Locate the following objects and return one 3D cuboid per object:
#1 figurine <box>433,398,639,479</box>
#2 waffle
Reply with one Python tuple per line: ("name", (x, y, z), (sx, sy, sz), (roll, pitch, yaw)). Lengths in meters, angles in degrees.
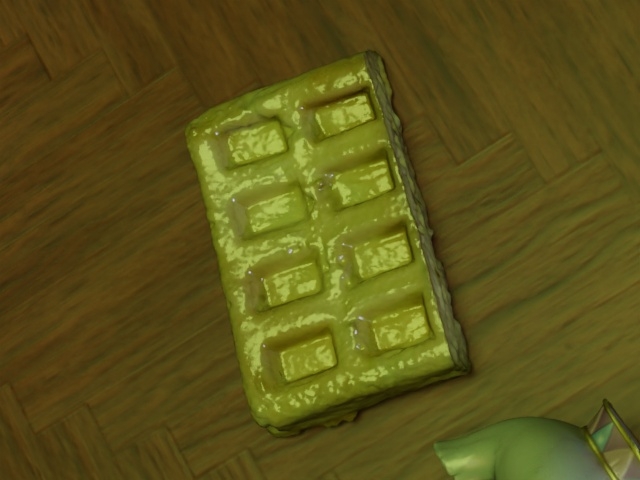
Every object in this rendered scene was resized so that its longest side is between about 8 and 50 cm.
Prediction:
("figurine", (0.121, 0.227, 1.286), (0.263, 0.142, 0.189), (-37, 74, 6))
("waffle", (0.000, 0.000, 1.409), (0.168, 0.057, 0.274), (-18, 76, 14))
